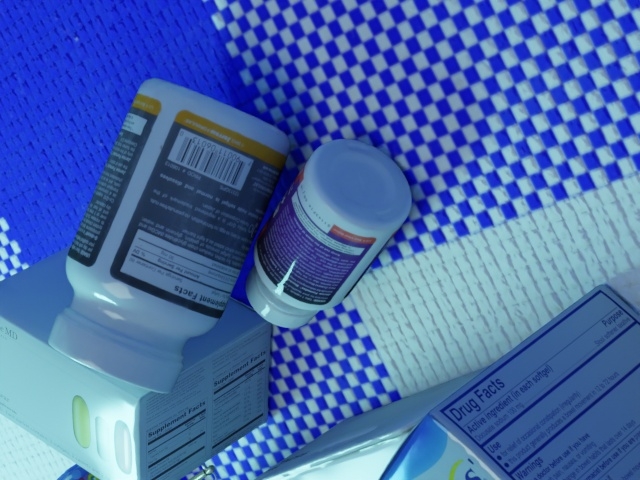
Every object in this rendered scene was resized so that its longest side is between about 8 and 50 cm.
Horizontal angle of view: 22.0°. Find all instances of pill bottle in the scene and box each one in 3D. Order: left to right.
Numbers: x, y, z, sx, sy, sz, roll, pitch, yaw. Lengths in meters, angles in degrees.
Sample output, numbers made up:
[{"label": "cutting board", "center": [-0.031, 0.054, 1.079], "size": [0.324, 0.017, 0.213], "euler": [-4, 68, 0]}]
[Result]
[{"label": "pill bottle", "center": [-0.151, -0.004, 1.604], "size": [0.162, 0.162, 0.278], "euler": [23, 90, 33]}, {"label": "pill bottle", "center": [0.000, 0.000, 1.591], "size": [0.108, 0.108, 0.193], "euler": [48, 136, 12]}]

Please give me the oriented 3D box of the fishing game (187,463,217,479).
[{"label": "fishing game", "center": [-0.041, 0.311, 1.784], "size": [0.264, 0.041, 0.189], "euler": [29, 141, -18]}]

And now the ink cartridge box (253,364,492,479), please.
[{"label": "ink cartridge box", "center": [0.146, 0.345, 1.603], "size": [0.285, 0.166, 0.395], "euler": [-27, 92, 47]}]

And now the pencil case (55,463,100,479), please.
[{"label": "pencil case", "center": [-0.200, 0.384, 1.988], "size": [0.306, 0.119, 0.133], "euler": [46, 169, 13]}]

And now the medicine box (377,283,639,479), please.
[{"label": "medicine box", "center": [0.237, 0.221, 1.373], "size": [0.289, 0.263, 0.149], "euler": [44, 135, 17]}]

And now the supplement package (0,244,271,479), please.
[{"label": "supplement package", "center": [-0.217, 0.130, 1.800], "size": [0.262, 0.204, 0.145], "euler": [26, 128, 32]}]
